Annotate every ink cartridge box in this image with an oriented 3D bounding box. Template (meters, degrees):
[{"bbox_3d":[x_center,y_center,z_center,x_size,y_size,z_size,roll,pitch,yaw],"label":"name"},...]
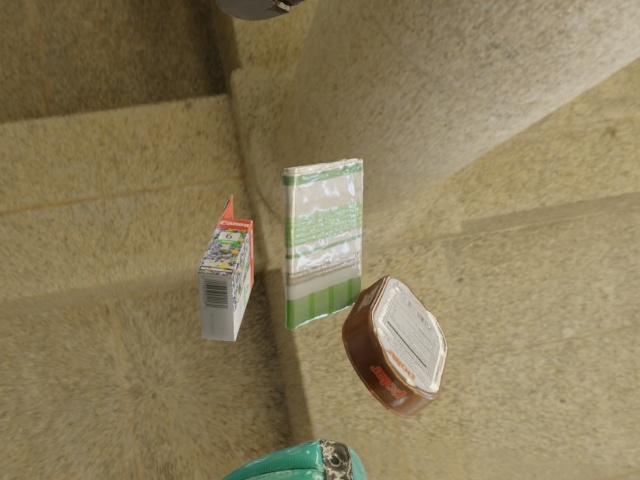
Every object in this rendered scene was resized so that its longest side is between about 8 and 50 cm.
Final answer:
[{"bbox_3d":[-0.069,0.019,0.703,0.029,0.115,0.063,6,-56,6],"label":"ink cartridge box"}]

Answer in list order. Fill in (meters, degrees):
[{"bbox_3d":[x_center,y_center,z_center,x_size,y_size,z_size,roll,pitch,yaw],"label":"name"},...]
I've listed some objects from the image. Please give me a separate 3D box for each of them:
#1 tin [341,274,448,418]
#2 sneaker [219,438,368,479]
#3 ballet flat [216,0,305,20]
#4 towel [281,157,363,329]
[{"bbox_3d":[0.074,0.094,0.844,0.040,0.190,0.106,-42,-86,21],"label":"tin"},{"bbox_3d":[0.036,0.206,0.512,0.295,0.178,0.124,8,-57,3],"label":"sneaker"},{"bbox_3d":[0.021,-0.237,0.752,0.249,0.084,0.058,-3,-109,28],"label":"ballet flat"},{"bbox_3d":[0.000,0.000,0.854,0.113,0.023,0.152,-14,-70,-48],"label":"towel"}]
